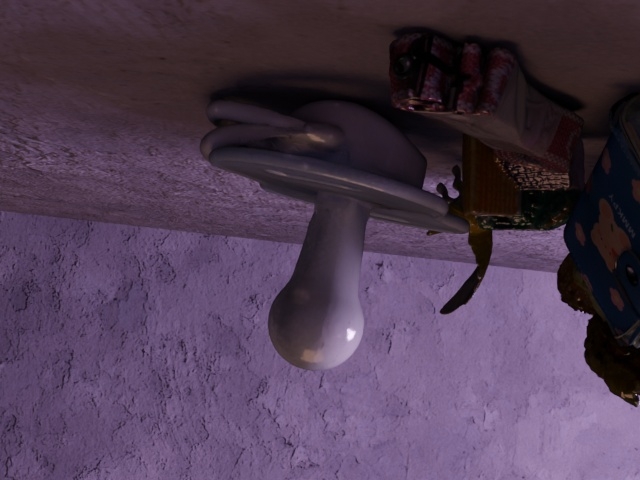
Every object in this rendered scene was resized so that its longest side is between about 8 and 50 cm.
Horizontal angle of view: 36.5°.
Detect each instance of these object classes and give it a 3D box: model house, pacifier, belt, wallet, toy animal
[{"bbox_3d":[0.173,-0.056,0.846,0.101,0.087,0.100,0,174,26],"label":"model house"},{"bbox_3d":[0.000,0.000,0.877,0.244,0.232,0.299,8,175,18],"label":"pacifier"},{"bbox_3d":[0.128,-0.093,0.689,0.071,0.053,0.232,12,180,35],"label":"belt"},{"bbox_3d":[0.248,-0.005,0.743,0.059,0.141,0.202,-21,156,-8],"label":"wallet"},{"bbox_3d":[0.176,-0.045,1.045,0.095,0.155,0.219,28,129,-5],"label":"toy animal"}]

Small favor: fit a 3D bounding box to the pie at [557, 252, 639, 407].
[{"bbox_3d":[0.462,0.041,0.967,0.418,0.180,0.395,-5,-166,8],"label":"pie"}]
